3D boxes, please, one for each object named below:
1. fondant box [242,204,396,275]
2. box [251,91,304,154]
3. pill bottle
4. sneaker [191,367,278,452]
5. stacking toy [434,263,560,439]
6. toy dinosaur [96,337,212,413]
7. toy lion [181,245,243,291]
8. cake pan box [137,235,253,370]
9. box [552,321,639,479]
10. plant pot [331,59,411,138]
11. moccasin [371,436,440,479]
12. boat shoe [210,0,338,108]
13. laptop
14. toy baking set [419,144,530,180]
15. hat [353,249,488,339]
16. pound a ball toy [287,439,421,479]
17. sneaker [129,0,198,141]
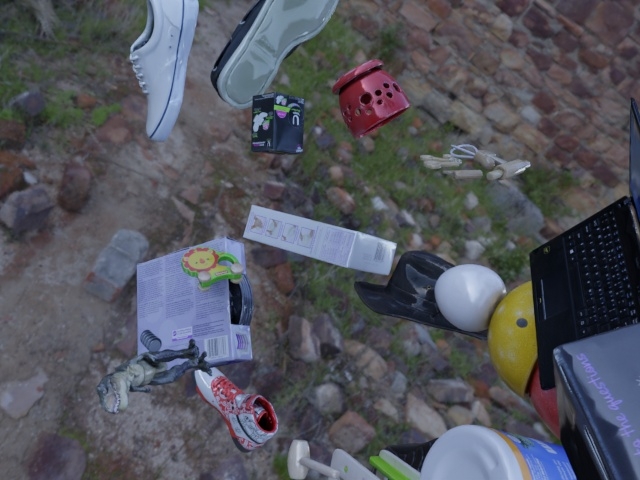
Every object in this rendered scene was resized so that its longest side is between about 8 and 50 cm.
[{"bbox_3d":[0.000,0.000,1.543,0.330,0.096,0.238,14,0,31],"label":"fondant box"},{"bbox_3d":[-0.063,-0.170,0.863,0.052,0.083,0.062,6,4,44],"label":"box"},{"bbox_3d":[0.267,0.322,0.710,0.272,0.152,0.152,21,33,-28],"label":"pill bottle"},{"bbox_3d":[-0.214,0.403,1.499,0.090,0.145,0.270,-25,77,-50],"label":"sneaker"},{"bbox_3d":[0.388,0.177,0.927,0.480,0.350,0.351,26,20,31],"label":"stacking toy"},{"bbox_3d":[-0.220,0.177,0.818,0.268,0.118,0.064,101,-24,-86],"label":"toy dinosaur"},{"bbox_3d":[-0.202,0.045,1.078,0.100,0.034,0.096,-13,47,-24],"label":"toy lion"},{"bbox_3d":[-0.260,0.139,1.189,0.070,0.267,0.245,19,59,-58],"label":"cake pan box"},{"bbox_3d":[0.277,0.107,0.290,0.165,0.270,0.143,58,16,-49],"label":"box"},{"bbox_3d":[0.139,-0.410,1.677,0.174,0.191,0.191,61,29,-5],"label":"plant pot"},{"bbox_3d":[0.267,0.614,1.576,0.147,0.380,0.139,28,47,-17],"label":"moccasin"},{"bbox_3d":[-0.093,-0.407,1.128,0.127,0.340,0.113,33,1,-41],"label":"boat shoe"},{"bbox_3d":[0.322,0.014,0.707,0.137,0.264,0.234,30,47,-18],"label":"laptop"},{"bbox_3d":[0.321,-0.166,1.194,0.256,0.030,0.197,-17,30,-40],"label":"toy baking set"},{"bbox_3d":[0.246,0.099,1.291,0.331,0.134,0.331,15,11,-3],"label":"hat"},{"bbox_3d":[0.080,0.495,1.109,0.208,0.135,0.319,11,-3,-25],"label":"pound a ball toy"},{"bbox_3d":[-0.281,-0.298,0.998,0.091,0.258,0.094,4,23,-29],"label":"sneaker"}]
